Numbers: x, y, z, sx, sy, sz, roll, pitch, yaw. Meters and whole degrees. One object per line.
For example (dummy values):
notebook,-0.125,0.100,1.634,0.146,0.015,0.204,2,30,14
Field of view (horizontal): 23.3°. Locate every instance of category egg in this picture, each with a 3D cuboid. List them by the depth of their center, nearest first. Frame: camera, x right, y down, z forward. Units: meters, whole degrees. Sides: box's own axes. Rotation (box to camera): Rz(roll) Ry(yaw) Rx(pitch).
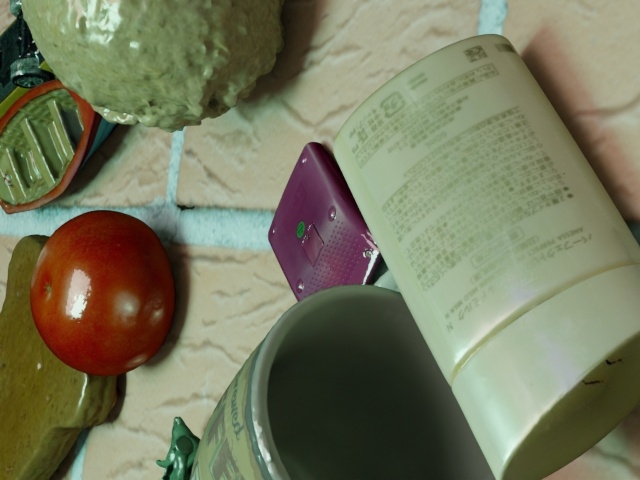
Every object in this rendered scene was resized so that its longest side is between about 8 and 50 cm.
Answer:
egg,-0.177,-0.251,1.602,0.310,0.279,0.279,42,119,43

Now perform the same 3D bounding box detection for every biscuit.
biscuit,-0.383,0.207,2.009,0.394,0.076,0.368,-61,37,25

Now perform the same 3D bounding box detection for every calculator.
calculator,0.000,0.000,1.470,0.190,0.034,0.127,56,131,48

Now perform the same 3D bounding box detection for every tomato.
tomato,-0.250,0.058,1.758,0.195,0.136,0.195,-19,67,54

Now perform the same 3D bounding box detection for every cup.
cup,0.009,0.156,1.280,0.257,0.227,0.301,-41,21,53

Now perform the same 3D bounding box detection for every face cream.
face cream,0.138,0.004,1.160,0.173,0.081,0.348,-34,51,11

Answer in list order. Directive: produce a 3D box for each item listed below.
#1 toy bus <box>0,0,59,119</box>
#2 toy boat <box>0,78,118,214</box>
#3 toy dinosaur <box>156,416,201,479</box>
toy bus,-0.374,-0.232,2.035,0.335,0.123,0.121,-29,60,53
toy boat,-0.334,-0.132,1.969,0.392,0.079,0.136,-29,85,55
toy dinosaur,-0.107,0.289,1.537,0.292,0.079,0.120,62,139,47
